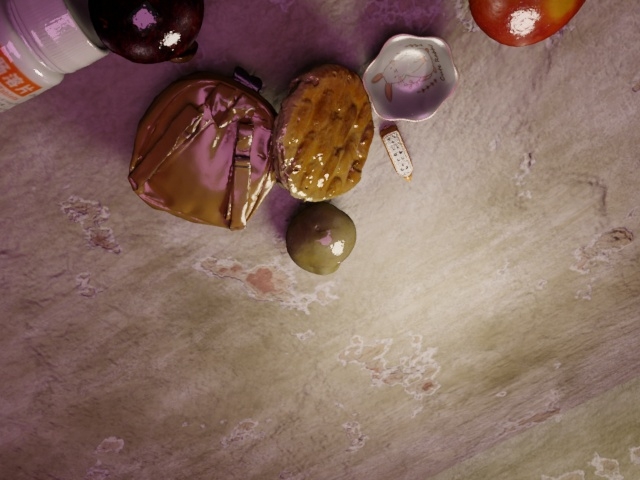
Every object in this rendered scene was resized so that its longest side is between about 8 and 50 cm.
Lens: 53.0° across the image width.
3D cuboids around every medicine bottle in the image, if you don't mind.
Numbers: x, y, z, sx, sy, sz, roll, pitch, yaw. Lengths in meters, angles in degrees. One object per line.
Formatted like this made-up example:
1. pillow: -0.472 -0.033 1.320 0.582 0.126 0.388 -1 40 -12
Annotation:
1. medicine bottle: -0.631 -0.382 1.279 0.371 0.211 0.211 -23 127 8

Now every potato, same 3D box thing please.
1. potato: 0.000 0.000 1.712 0.178 0.160 0.235 27 143 17

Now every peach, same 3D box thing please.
1. peach: 0.426 -0.550 1.333 0.238 0.281 0.281 -41 138 -35

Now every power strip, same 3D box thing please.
1. power strip: 0.203 -0.220 1.661 0.049 0.028 0.178 -25 127 7

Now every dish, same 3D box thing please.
1. dish: 0.207 -0.392 1.505 0.229 0.081 0.229 -3 129 -4

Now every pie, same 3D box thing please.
1. pie: 0.008 -0.244 1.479 0.339 0.083 0.339 -26 127 -41

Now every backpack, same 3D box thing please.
1. backpack: -0.246 -0.206 1.483 0.353 0.201 0.378 25 120 -24

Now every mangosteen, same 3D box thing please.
1. mangosteen: -0.343 -0.450 1.292 0.228 0.228 0.265 -8 160 -4
